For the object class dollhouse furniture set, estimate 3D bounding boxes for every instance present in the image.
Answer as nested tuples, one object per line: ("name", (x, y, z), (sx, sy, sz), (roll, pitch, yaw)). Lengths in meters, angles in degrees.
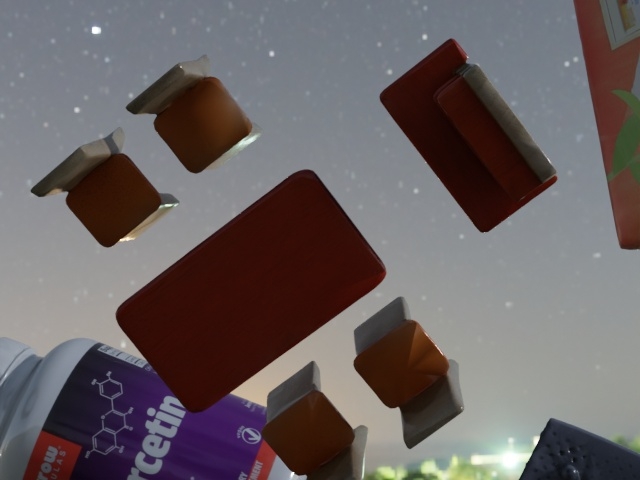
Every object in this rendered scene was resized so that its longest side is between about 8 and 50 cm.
("dollhouse furniture set", (0.000, 0.000, 0.576), (0.259, 0.262, 0.135), (-37, 7, 11))

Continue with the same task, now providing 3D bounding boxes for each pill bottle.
("pill bottle", (-0.179, 0.208, 0.950), (0.323, 0.181, 0.181), (21, -13, 1))

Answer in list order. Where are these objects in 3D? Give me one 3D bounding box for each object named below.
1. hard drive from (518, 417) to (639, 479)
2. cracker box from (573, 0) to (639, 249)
("hard drive", (0.265, 0.273, 0.796), (0.254, 0.172, 0.054), (27, -19, 15))
("cracker box", (0.179, -0.095, 0.273), (0.067, 0.156, 0.232), (-1, -11, -35))
